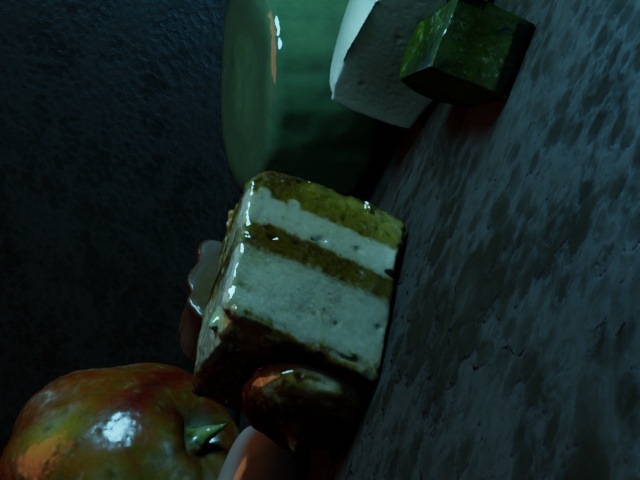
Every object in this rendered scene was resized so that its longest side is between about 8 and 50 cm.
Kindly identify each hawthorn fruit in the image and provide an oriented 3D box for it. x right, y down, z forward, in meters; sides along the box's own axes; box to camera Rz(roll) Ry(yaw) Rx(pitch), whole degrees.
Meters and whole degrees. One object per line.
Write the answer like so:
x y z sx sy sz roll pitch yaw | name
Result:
-0.281 0.360 1.540 0.403 0.403 0.402 -159 90 -82 | hawthorn fruit

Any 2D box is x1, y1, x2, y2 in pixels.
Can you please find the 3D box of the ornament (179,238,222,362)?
-0.174 0.138 1.966 0.235 0.221 0.217 58 150 20 | ornament

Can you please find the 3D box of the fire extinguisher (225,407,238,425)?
-0.213 0.342 1.923 0.341 0.105 0.141 -104 1 -76 | fire extinguisher

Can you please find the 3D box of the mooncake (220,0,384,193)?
-0.031 -0.238 1.515 0.356 0.194 0.356 179 90 -71 | mooncake

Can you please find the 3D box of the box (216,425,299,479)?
-0.090 0.324 1.231 0.146 0.088 0.200 -105 38 -79 | box

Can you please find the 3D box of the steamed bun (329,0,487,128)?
0.108 -0.278 1.260 0.241 0.146 0.164 121 163 -49 | steamed bun

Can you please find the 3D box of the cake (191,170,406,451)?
-0.038 0.096 1.115 0.196 0.199 0.293 125 164 -50 | cake

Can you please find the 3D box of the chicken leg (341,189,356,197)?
-0.017 -0.059 1.786 0.158 0.096 0.407 -49 10 -1 | chicken leg

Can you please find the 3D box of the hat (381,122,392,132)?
0.110 -0.255 1.566 0.173 0.144 0.166 52 143 28 | hat

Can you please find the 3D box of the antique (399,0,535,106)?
0.142 -0.191 1.049 0.221 0.081 0.080 -154 87 -83 | antique
